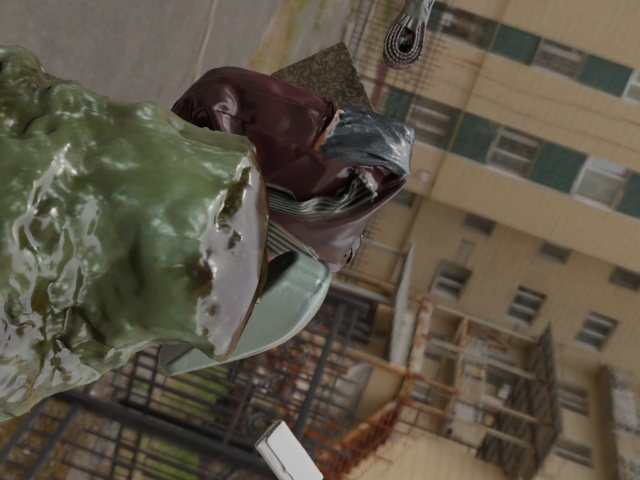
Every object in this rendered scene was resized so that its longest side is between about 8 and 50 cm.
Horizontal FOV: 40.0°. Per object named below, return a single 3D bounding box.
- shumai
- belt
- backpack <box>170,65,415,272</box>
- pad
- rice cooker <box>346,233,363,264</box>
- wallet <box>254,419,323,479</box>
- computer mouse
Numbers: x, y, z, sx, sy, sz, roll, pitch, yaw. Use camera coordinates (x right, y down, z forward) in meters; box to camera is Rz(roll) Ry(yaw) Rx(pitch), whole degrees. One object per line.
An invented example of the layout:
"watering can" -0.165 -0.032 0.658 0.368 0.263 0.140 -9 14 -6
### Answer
"shumai" -0.214 -0.006 0.901 0.324 0.324 0.397 93 -3 -52
"belt" 0.151 -0.372 1.342 0.053 0.071 0.231 -173 -75 -87
"backpack" -0.062 -0.099 1.206 0.283 0.317 0.197 124 -18 -46
"pad" 0.022 -0.243 1.686 0.003 0.158 0.234 -132 -163 -84
"rice cooker" 0.000 0.000 1.621 0.106 0.165 0.112 -36 110 -48
"wallet" -0.048 0.336 1.342 0.061 0.122 0.025 -42 -158 -26
"computer mouse" -0.085 0.096 1.028 0.231 0.079 0.128 -33 -168 2
